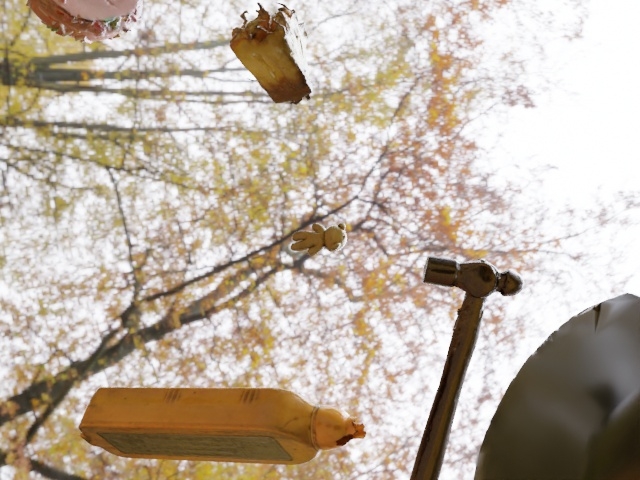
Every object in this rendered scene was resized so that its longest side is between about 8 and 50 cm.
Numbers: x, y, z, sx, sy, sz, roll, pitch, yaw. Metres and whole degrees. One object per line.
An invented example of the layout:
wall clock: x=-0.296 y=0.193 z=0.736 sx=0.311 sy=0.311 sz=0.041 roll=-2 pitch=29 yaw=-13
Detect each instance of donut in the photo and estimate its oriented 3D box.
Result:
donut: x=-0.288 y=-0.304 z=0.962 sx=0.117 sy=0.166 sz=0.065 roll=49 pitch=-42 yaw=-5

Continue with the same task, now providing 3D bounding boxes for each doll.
doll: x=-0.003 y=-0.005 z=1.235 sx=0.051 sy=0.093 sz=0.061 roll=87 pitch=10 yaw=-60

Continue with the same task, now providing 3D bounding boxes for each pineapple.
pineapple: x=-0.041 y=-0.210 z=0.845 sx=0.069 sy=0.137 sz=0.116 roll=-15 pitch=-81 yaw=23

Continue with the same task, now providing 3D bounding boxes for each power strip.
power strip: x=-0.059 y=0.107 z=0.433 sx=0.178 sy=0.028 sz=0.049 roll=-4 pitch=-39 yaw=22

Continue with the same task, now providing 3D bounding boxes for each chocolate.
chocolate: x=0.407 y=0.297 z=0.886 sx=0.331 sy=0.383 sz=0.383 roll=32 pitch=-54 yaw=-7

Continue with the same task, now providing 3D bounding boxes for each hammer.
hammer: x=0.080 y=0.097 z=0.492 sx=0.065 sy=0.021 sz=0.178 roll=14 pitch=-82 yaw=3
